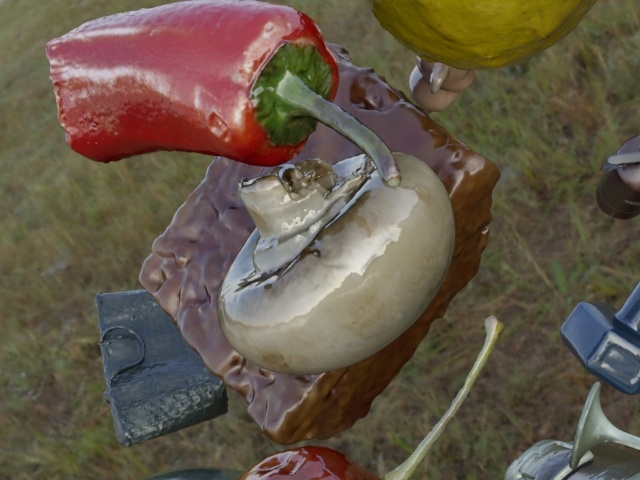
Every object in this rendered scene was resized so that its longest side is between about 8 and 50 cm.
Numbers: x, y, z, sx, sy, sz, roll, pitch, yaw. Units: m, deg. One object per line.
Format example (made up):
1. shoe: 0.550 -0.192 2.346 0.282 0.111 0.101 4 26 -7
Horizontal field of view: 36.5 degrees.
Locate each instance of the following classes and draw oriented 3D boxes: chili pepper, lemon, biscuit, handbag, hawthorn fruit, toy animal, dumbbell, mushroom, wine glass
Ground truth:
1. chili pepper: -0.059 -0.126 0.771 0.338 0.134 0.131 5 24 35
2. lemon: 0.169 -0.308 0.961 0.285 0.285 0.316 -47 12 -34
3. biscuit: 0.000 0.000 1.147 0.395 0.166 0.342 -53 50 9
4. handbag: -0.229 0.168 1.394 0.175 0.088 0.270 -9 48 -15
5. hawthorn fruit: 0.033 0.173 0.603 0.285 0.165 0.165 -49 14 26
6. toy animal: 0.146 -0.205 1.189 0.089 0.083 0.150 -35 -20 -14
7. dumbbell: 0.482 0.055 1.355 0.325 0.144 0.160 -58 29 17
8. mushroom: 0.004 0.007 0.820 0.226 0.178 0.226 -30 26 16
9. wine glass: 0.301 0.175 0.755 0.195 0.079 0.079 16 45 23

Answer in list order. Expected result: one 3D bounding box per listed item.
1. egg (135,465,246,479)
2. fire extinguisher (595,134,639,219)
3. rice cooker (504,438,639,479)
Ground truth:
1. egg: -0.129 0.454 1.200 0.428 0.345 0.345 -3 23 -5
2. fire extinguisher: 0.239 -0.049 0.709 0.078 0.045 0.157 -10 -10 8
3. rice cooker: 0.417 0.454 1.381 0.335 0.335 0.325 -38 10 -15
